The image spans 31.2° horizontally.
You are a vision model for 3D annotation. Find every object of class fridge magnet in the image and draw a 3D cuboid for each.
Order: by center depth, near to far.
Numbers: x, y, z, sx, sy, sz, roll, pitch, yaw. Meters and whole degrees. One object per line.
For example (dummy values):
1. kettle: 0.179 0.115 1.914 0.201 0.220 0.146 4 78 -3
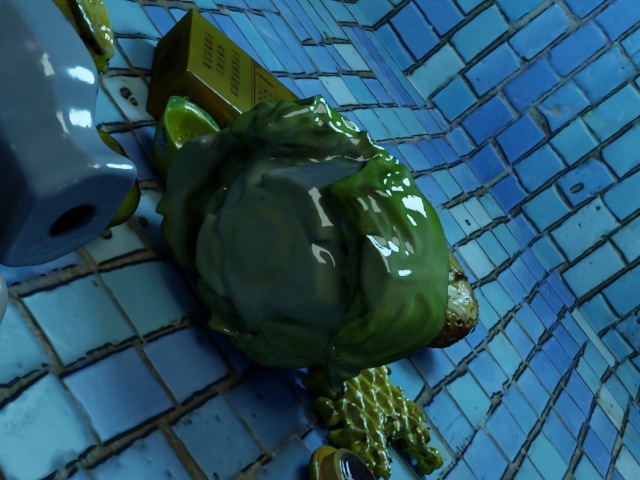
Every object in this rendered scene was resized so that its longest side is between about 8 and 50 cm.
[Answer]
1. fridge magnet: 0.037 0.349 1.602 0.143 0.063 0.143 47 20 -23

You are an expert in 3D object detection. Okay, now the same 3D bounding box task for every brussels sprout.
1. brussels sprout: 0.001 0.004 1.702 0.425 0.342 0.361 59 19 12

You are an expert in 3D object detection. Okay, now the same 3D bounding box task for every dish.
1. dish: -0.217 -0.139 1.845 0.148 0.080 0.208 27 33 -41

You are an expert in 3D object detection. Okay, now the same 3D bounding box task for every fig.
1. fig: -0.301 -0.082 1.512 0.153 0.120 0.136 35 22 -37

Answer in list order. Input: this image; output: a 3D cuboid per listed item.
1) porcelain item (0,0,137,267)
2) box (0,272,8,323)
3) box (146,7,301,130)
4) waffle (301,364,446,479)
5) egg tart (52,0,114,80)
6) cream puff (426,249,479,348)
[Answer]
1. porcelain item: -0.385 -0.181 1.333 0.178 0.242 0.405 -19 68 -42
2. box: -0.406 0.032 1.150 0.200 0.088 0.146 45 23 -20
3. box: -0.117 -0.207 2.091 0.415 0.115 0.264 38 24 -27
4. waffle: 0.084 0.267 1.831 0.260 0.069 0.293 60 21 16
5. egg tart: -0.376 -0.319 1.639 0.294 0.123 0.294 -16 90 -82
6. cream puff: 0.198 0.101 2.213 0.240 0.164 0.240 33 43 -36
